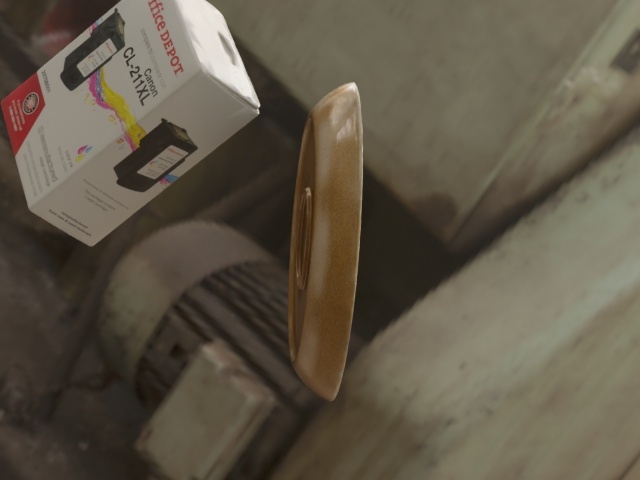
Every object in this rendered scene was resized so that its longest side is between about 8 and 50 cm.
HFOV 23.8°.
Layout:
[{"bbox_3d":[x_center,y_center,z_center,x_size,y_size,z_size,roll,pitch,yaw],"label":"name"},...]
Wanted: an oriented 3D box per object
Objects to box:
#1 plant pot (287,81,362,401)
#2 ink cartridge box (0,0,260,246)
[{"bbox_3d":[0.000,0.000,1.123,0.032,0.236,0.236,4,22,-6],"label":"plant pot"},{"bbox_3d":[-0.147,-0.102,1.155,0.072,0.175,0.127,35,24,-46],"label":"ink cartridge box"}]
